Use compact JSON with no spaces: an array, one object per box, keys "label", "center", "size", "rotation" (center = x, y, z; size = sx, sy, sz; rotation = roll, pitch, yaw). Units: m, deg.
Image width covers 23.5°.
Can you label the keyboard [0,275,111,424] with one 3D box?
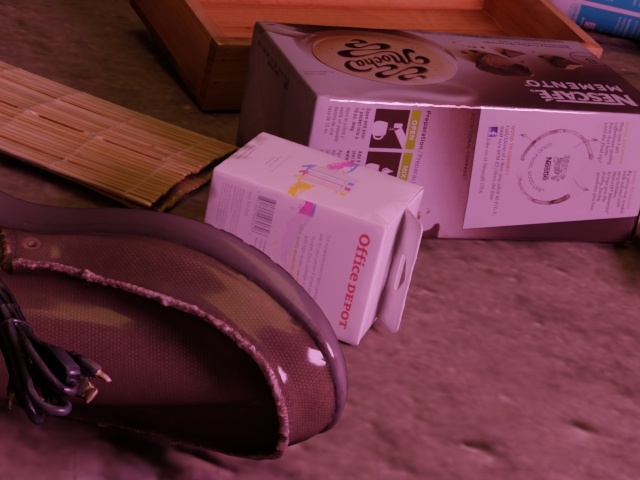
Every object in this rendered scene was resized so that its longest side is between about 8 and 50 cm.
[{"label":"keyboard","center":[-0.233,0.056,0.759],"size":[0.201,0.033,0.317],"rotation":[-29,54,-17]}]

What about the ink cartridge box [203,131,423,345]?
[{"label":"ink cartridge box","center":[0.000,0.000,1.049],"size":[0.143,0.092,0.090],"rotation":[20,26,13]}]

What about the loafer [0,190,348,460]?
[{"label":"loafer","center":[-0.162,0.056,0.857],"size":[0.366,0.134,0.130],"rotation":[14,42,21]}]

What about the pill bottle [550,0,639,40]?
[{"label":"pill bottle","center":[0.390,-0.294,1.744],"size":[0.264,0.146,0.146],"rotation":[14,26,3]}]

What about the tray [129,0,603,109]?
[{"label":"tray","center":[0.045,-0.204,1.481],"size":[0.411,0.076,0.203],"rotation":[-2,36,-28]}]

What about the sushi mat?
[{"label":"sushi mat","center":[-0.230,-0.098,1.231],"size":[0.316,0.019,0.151],"rotation":[21,29,20]}]

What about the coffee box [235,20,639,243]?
[{"label":"coffee box","center":[0.101,-0.087,1.233],"size":[0.297,0.119,0.168],"rotation":[1,27,-20]}]
